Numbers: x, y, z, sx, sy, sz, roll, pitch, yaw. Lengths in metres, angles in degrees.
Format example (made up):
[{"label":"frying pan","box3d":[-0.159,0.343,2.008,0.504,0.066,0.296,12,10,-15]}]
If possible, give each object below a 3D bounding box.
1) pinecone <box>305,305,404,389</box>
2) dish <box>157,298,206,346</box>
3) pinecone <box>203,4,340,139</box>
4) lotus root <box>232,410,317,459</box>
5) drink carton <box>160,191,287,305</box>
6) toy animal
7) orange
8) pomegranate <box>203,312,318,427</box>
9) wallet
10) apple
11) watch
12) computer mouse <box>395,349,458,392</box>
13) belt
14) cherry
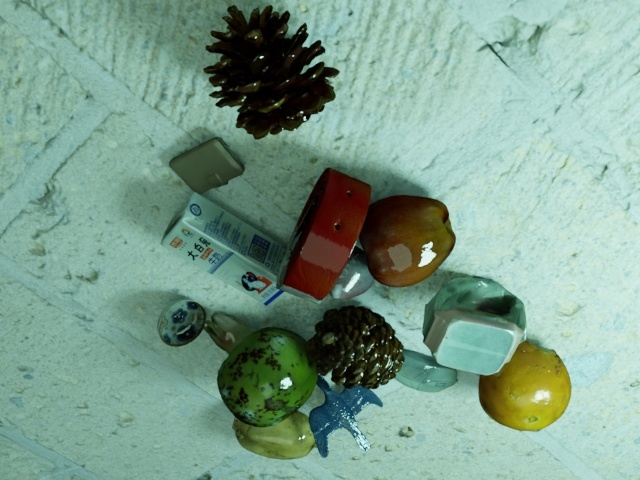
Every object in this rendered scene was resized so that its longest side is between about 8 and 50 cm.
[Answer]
[{"label":"pinecone","box3d":[0.100,0.279,1.862,0.224,0.224,0.272,-35,137,29]},{"label":"dish","box3d":[-0.389,0.209,1.951,0.141,0.078,0.141,-18,122,-31]},{"label":"pinecone","box3d":[-0.110,-0.326,1.384,0.264,0.264,0.264,3,129,4]},{"label":"lotus root","box3d":[-0.124,0.579,2.167,0.284,0.146,0.160,11,147,-6]},{"label":"drink carton","box3d":[-0.217,0.023,1.751,0.315,0.106,0.130,32,135,-17]},{"label":"toy animal","box3d":[0.054,0.495,2.075,0.255,0.239,0.176,45,165,21]},{"label":"orange","box3d":[0.534,0.380,1.891,0.240,0.240,0.240,3,129,4]},{"label":"pomegranate","box3d":[-0.178,0.326,1.927,0.340,0.285,0.285,46,126,12]},{"label":"wallet","box3d":[-0.258,-0.170,1.653,0.153,0.038,0.118,-21,124,26]},{"label":"apple","box3d":[0.188,-0.001,1.627,0.234,0.234,0.234,3,129,4]},{"label":"watch","box3d":[0.373,0.182,1.734,0.253,0.241,0.161,14,125,-7]},{"label":"computer mouse","box3d":[0.284,0.374,2.006,0.229,0.068,0.113,20,129,-10]},{"label":"belt","box3d":[0.000,0.000,1.630,0.115,0.227,0.323,22,110,-9]},{"label":"cherry","box3d":[0.083,0.104,1.772,0.115,0.148,0.188,-11,127,25]}]
